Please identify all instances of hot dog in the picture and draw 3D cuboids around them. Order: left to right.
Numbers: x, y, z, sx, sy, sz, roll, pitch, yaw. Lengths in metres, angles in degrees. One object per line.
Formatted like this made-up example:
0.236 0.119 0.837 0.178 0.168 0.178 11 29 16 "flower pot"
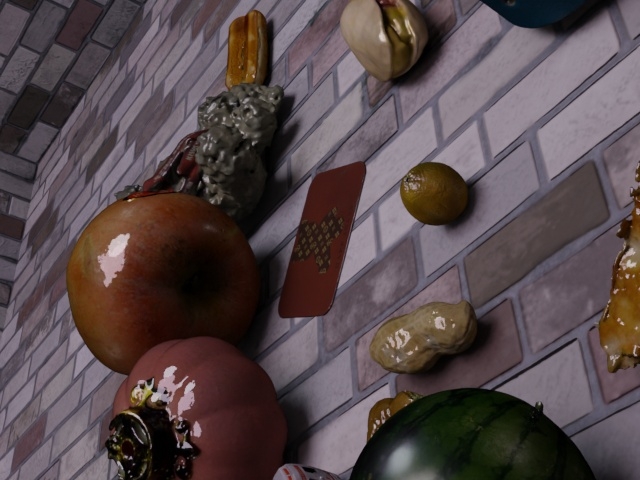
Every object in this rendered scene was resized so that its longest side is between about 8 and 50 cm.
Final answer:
-0.156 -0.401 2.047 0.104 0.076 0.250 -25 50 26 "hot dog"

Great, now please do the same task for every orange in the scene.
0.149 -0.064 1.240 0.085 0.095 0.085 -39 35 34 "orange"

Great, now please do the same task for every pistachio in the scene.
0.107 -0.329 1.495 0.200 0.117 0.145 -128 25 -51 "pistachio"

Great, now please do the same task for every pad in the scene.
0.000 0.000 1.552 0.181 0.004 0.267 -10 61 57 "pad"

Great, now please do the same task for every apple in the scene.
-0.282 0.072 1.632 0.305 0.338 0.339 5 75 49 "apple"

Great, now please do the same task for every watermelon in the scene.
0.142 0.260 0.871 0.242 0.242 0.242 -40 39 42 "watermelon"

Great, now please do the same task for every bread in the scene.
0.114 0.247 1.105 0.128 0.069 0.140 -37 42 42 "bread"

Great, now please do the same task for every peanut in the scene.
0.129 0.124 1.162 0.174 0.080 0.080 -31 45 45 "peanut"

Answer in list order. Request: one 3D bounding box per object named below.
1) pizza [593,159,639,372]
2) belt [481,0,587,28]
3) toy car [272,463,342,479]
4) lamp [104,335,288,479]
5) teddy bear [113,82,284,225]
0.381 -0.036 0.800 0.406 0.130 0.440 -57 37 39 "pizza"
0.300 -0.490 1.201 0.300 0.173 0.437 -14 57 55 "belt"
-0.044 0.399 1.230 0.210 0.108 0.089 -63 28 10 "toy car"
-0.199 0.294 1.397 0.305 0.239 0.305 -1 88 40 "lamp"
-0.210 -0.181 1.840 0.357 0.224 0.368 -30 39 36 "teddy bear"
